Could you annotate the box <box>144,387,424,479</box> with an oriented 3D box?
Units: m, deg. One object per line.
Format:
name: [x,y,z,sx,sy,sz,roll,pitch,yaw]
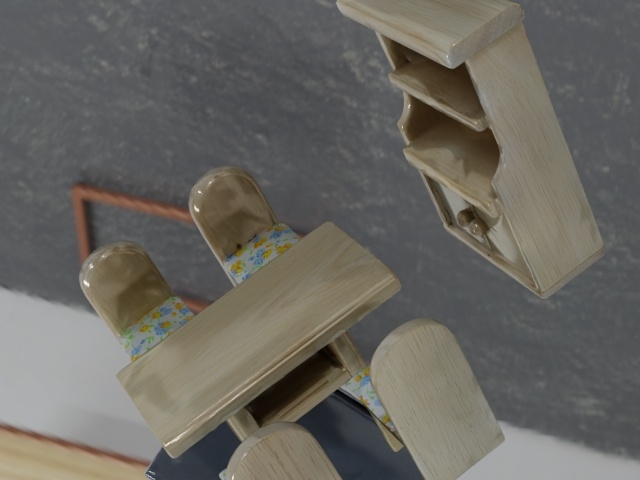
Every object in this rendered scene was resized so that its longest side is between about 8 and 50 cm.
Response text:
box: [-0.016,0.160,0.780,0.153,0.108,0.207,31,165,9]

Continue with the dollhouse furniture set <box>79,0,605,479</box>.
dollhouse furniture set: [0.000,0.000,0.589,0.242,0.212,0.161,-36,125,-10]
